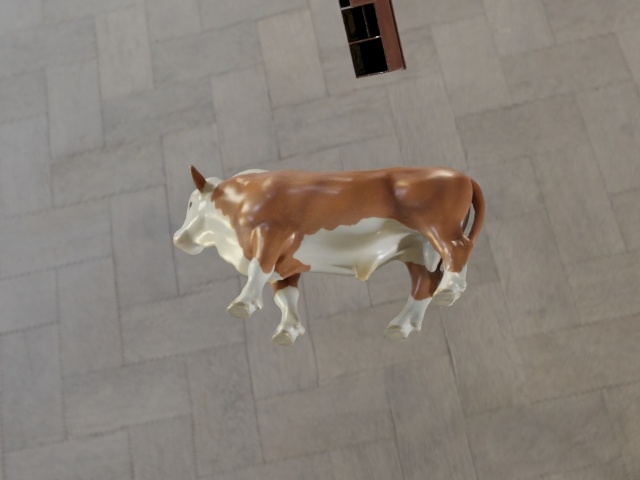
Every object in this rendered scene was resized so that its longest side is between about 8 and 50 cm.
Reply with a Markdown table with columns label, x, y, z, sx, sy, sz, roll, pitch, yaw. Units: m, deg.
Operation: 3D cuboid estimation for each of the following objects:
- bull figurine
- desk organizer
| label | x | y | z | sx | sy | sz | roll | pitch | yaw |
| --- | --- | --- | --- | --- | --- | --- | --- | --- | --- |
| bull figurine | 0.000 | 0.000 | 0.948 | 0.311 | 0.101 | 0.188 | -7 | 54 | 10 |
| desk organizer | 0.057 | -0.259 | 1.190 | 0.050 | 0.047 | 0.130 | -17 | 102 | -14 |
